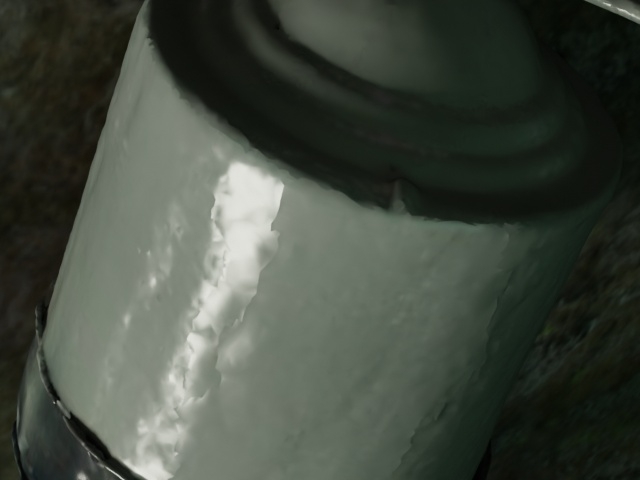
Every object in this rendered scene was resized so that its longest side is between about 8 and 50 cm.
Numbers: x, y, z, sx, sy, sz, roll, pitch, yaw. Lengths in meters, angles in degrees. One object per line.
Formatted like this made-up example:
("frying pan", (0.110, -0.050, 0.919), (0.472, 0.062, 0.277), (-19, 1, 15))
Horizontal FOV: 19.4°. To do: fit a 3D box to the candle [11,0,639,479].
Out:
("candle", (0.000, 0.000, 0.813), (0.221, 0.221, 0.342), (-4, 129, -36))
